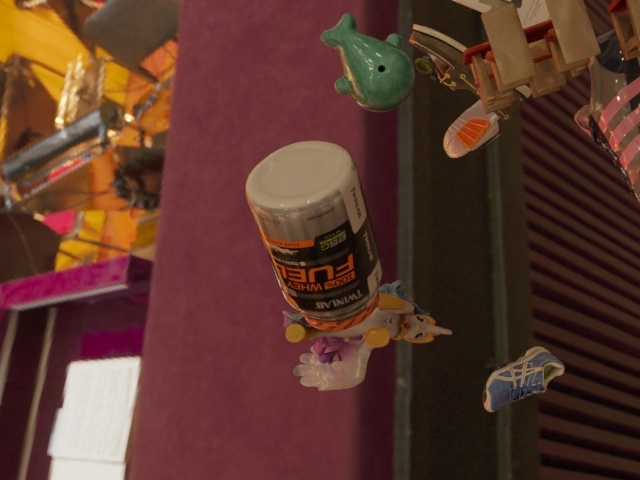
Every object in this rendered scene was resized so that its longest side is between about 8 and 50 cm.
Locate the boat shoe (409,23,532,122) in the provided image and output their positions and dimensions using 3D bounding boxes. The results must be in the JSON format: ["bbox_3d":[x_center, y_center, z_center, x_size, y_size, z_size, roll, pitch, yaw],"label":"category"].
[{"bbox_3d":[0.308,-0.354,1.757,0.091,0.305,0.109,-58,20,14],"label":"boat shoe"}]

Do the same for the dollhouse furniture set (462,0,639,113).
[{"bbox_3d":[0.312,-0.280,1.088,0.259,0.262,0.135,-18,89,7],"label":"dollhouse furniture set"}]

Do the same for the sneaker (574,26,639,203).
[{"bbox_3d":[0.434,-0.147,1.171,0.131,0.112,0.319,-14,74,37],"label":"sneaker"}]

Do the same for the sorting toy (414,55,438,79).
[{"bbox_3d":[0.273,-0.410,1.946,0.102,0.061,0.042,24,72,14],"label":"sorting toy"}]

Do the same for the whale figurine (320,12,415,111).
[{"bbox_3d":[0.119,-0.454,2.091,0.216,0.141,0.272,-39,88,1],"label":"whale figurine"}]

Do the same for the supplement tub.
[{"bbox_3d":[0.000,0.000,1.460,0.194,0.316,0.193,-11,40,9],"label":"supplement tub"}]

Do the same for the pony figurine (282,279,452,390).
[{"bbox_3d":[0.074,0.182,1.803,0.351,0.363,0.302,-1,81,26],"label":"pony figurine"}]

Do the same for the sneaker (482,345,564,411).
[{"bbox_3d":[0.437,0.303,1.792,0.211,0.080,0.081,-33,31,-22],"label":"sneaker"}]

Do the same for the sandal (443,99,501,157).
[{"bbox_3d":[0.405,-0.288,1.973,0.265,0.076,0.102,-46,43,30],"label":"sandal"}]

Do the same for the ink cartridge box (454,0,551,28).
[{"bbox_3d":[0.504,-0.641,2.155,0.273,0.198,0.114,26,120,13],"label":"ink cartridge box"}]
